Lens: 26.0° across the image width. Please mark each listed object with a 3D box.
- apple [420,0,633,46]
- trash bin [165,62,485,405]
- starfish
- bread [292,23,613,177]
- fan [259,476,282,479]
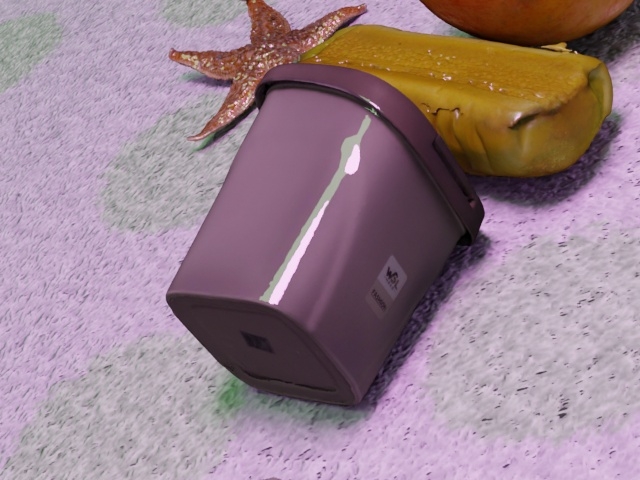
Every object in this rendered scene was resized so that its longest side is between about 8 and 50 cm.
[{"bbox_3d":[0.209,-0.349,1.476,0.275,0.299,0.299,11,52,48],"label":"apple"},{"bbox_3d":[0.000,0.000,1.276,0.219,0.220,0.250,4,54,42],"label":"trash bin"},{"bbox_3d":[-0.088,-0.230,1.761,0.231,0.048,0.295,29,67,40],"label":"starfish"},{"bbox_3d":[0.123,-0.139,1.432,0.383,0.112,0.166,15,42,44],"label":"bread"},{"bbox_3d":[-0.125,0.270,1.084,0.182,0.010,0.310,-24,10,21],"label":"fan"}]
